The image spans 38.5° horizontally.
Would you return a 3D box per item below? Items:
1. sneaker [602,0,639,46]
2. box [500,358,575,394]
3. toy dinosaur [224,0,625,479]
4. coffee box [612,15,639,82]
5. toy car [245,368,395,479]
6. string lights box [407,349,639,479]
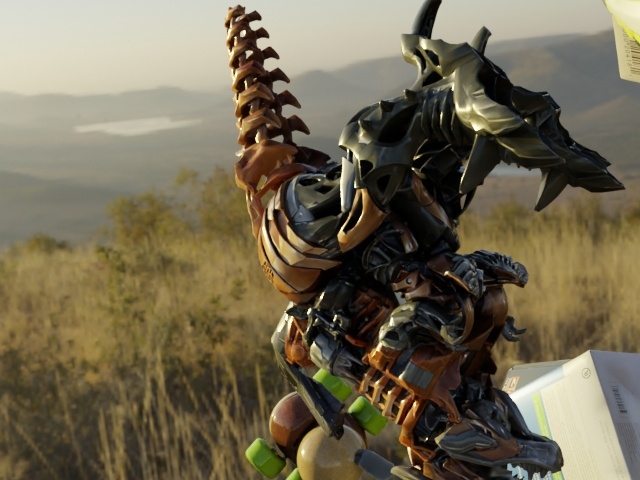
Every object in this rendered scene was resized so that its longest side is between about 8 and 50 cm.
[{"bbox_3d":[0.121,-0.229,0.251,0.145,0.384,0.147,-3,2,19],"label":"sneaker"},{"bbox_3d":[0.274,0.350,1.204,0.097,0.394,0.318,30,-14,-7],"label":"box"},{"bbox_3d":[0.033,-0.010,0.515,0.218,0.322,0.164,-41,1,23],"label":"toy dinosaur"},{"bbox_3d":[0.321,-0.149,0.552,0.141,0.098,0.247,-41,41,-23],"label":"coffee box"},{"bbox_3d":[0.022,0.272,1.124,0.155,0.149,0.188,-48,27,-3],"label":"toy car"},{"bbox_3d":[0.193,0.210,0.827,0.077,0.133,0.260,7,-32,-32],"label":"string lights box"}]
